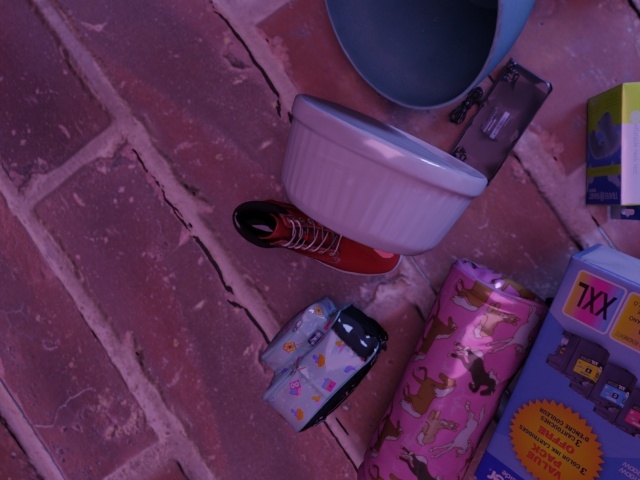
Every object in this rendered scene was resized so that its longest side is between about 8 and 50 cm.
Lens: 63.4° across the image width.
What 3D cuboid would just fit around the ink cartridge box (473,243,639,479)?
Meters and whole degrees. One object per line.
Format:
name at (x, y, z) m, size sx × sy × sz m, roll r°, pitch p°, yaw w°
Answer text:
ink cartridge box at (0.368, 0.240, 0.615) m, size 0.270 × 0.151 × 0.395 m, roll 30°, pitch 116°, yaw 37°

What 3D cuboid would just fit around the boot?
boot at (0.000, 0.000, 0.752) m, size 0.244 × 0.176 × 0.088 m, roll 17°, pitch 95°, yaw 6°

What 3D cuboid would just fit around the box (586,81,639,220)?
box at (0.409, -0.117, 0.714) m, size 0.042 × 0.109 × 0.178 m, roll -1°, pitch 94°, yaw 5°

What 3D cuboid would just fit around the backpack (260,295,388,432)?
backpack at (-0.006, 0.181, 0.771) m, size 0.144 × 0.166 × 0.188 m, roll 35°, pitch 95°, yaw 6°

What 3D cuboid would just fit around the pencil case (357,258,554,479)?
pencil case at (0.186, 0.225, 0.747) m, size 0.167 × 0.160 × 0.386 m, roll 21°, pitch 98°, yaw -15°

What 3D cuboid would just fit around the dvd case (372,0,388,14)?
dvd case at (0.043, -0.472, 0.790) m, size 0.221 × 0.018 × 0.164 m, roll 34°, pitch 99°, yaw 4°

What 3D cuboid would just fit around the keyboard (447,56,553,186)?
keyboard at (0.253, -0.181, 0.779) m, size 0.108 × 0.023 × 0.180 m, roll 32°, pitch 97°, yaw -1°

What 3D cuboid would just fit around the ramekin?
ramekin at (0.072, -0.085, 0.698) m, size 0.273 × 0.273 × 0.127 m, roll 25°, pitch 108°, yaw 6°

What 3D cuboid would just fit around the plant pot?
plant pot at (0.167, -0.347, 0.674) m, size 0.195 × 0.290 × 0.290 m, roll -34°, pitch 88°, yaw -25°
